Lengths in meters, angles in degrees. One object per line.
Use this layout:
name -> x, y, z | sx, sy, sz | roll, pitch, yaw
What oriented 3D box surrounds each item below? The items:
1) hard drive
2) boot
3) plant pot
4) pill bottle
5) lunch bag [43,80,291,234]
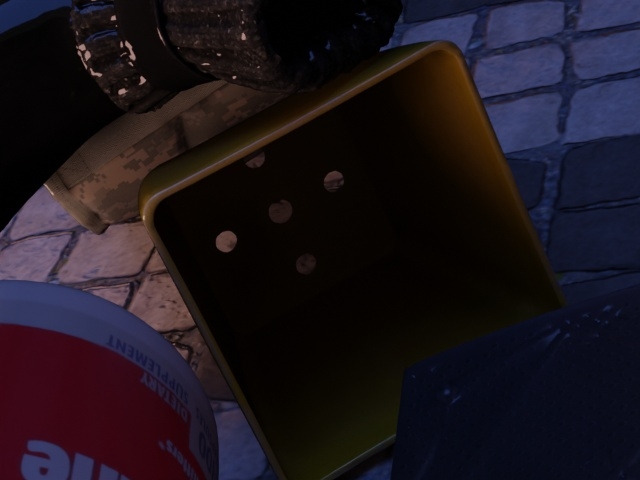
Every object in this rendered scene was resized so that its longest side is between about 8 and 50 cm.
hard drive -> 0.159, 0.102, 0.788 | 0.255, 0.054, 0.172 | -20, 35, 25
boot -> -0.122, -0.103, 0.888 | 0.260, 0.131, 0.348 | 16, 67, 33
plant pot -> 0.000, 0.000, 0.953 | 0.212, 0.212, 0.187 | -30, 20, -11
pill bottle -> -0.169, 0.221, 0.695 | 0.229, 0.229, 0.407 | -16, 33, 10
lunch bag -> -0.107, -0.124, 1.111 | 0.235, 0.169, 0.287 | -32, 6, -1
